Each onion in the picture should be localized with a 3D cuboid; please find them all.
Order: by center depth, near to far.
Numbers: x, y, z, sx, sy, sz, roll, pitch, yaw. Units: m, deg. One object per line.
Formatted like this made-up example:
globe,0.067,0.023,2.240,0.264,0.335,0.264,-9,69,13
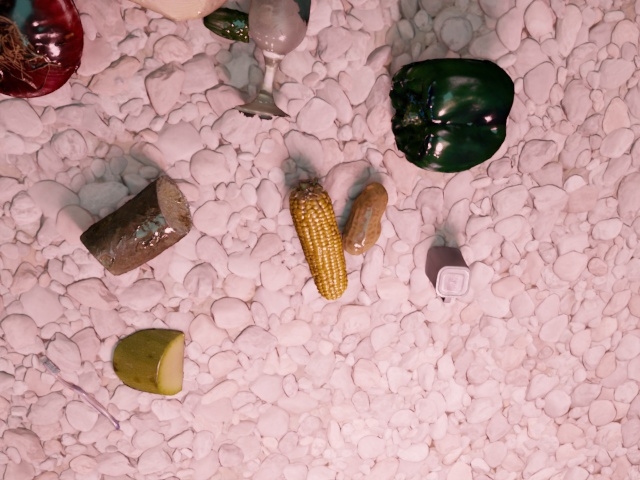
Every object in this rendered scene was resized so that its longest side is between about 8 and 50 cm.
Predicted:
onion,-0.621,-0.438,1.166,0.313,0.232,0.314,4,129,5

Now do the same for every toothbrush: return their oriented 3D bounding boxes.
toothbrush,-0.623,0.408,1.538,0.027,0.021,0.269,-36,110,10

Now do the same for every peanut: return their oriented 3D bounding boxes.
peanut,0.115,-0.050,1.455,0.093,0.083,0.194,24,105,0

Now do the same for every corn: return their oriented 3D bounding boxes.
corn,0.000,0.000,1.441,0.115,0.115,0.318,-18,111,-2

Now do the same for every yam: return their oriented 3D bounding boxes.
yam,-0.423,-0.023,1.363,0.254,0.154,0.154,-33,109,1

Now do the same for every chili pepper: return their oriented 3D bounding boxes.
chili pepper,0.298,-0.297,1.335,0.256,0.233,0.249,-3,124,-15

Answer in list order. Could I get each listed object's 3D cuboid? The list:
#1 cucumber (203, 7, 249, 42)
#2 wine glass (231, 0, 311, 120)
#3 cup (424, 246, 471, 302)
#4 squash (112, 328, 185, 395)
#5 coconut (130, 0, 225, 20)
cucumber,-0.207,-0.482,1.299,0.107,0.035,0.067,8,108,-8
wine glass,-0.104,-0.424,1.277,0.143,0.143,0.322,8,107,-10
cup,0.326,0.096,1.511,0.095,0.129,0.128,4,111,-2
squash,-0.445,0.329,1.503,0.183,0.085,0.192,2,106,-9
coconut,-0.262,-0.597,1.097,0.360,0.346,0.347,22,104,-7
